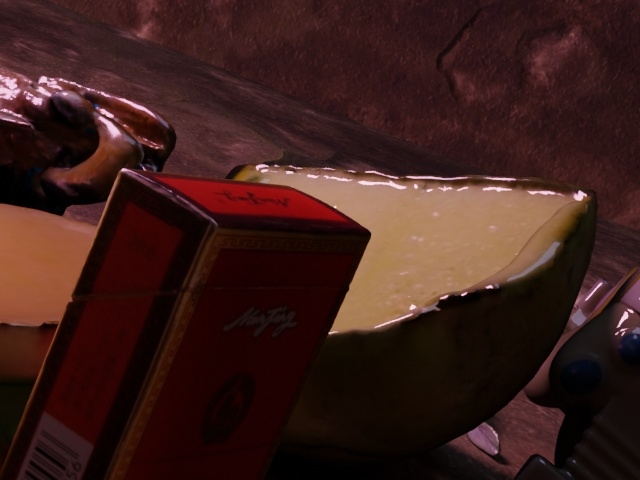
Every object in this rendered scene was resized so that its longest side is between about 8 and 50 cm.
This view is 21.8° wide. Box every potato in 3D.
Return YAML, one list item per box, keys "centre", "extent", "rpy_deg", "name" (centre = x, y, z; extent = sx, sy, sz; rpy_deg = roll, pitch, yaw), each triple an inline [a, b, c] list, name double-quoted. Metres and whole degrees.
- centre: [0.030, 0.090, 1.256]
  extent: [0.330, 0.212, 0.280]
  rpy_deg: [3, 28, 28]
  name: "potato"

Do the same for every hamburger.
- centre: [-0.196, 0.070, 0.953]
  extent: [0.237, 0.148, 0.237]
  rpy_deg: [10, 17, -3]
  name: "hamburger"

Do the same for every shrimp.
- centre: [-0.288, -0.106, 1.441]
  extent: [0.446, 0.110, 0.221]
  rpy_deg: [21, 2, 44]
  name: "shrimp"

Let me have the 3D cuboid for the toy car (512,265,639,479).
- centre: [0.270, 0.164, 1.317]
  extent: [0.242, 0.226, 0.336]
  rpy_deg: [40, -3, 6]
  name: "toy car"

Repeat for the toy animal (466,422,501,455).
- centre: [0.117, 0.137, 1.523]
  extent: [0.075, 0.041, 0.217]
  rpy_deg: [21, 15, -8]
  name: "toy animal"

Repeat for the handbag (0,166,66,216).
- centre: [-0.318, -0.040, 1.465]
  extent: [0.192, 0.075, 0.332]
  rpy_deg: [18, 13, -11]
  name: "handbag"

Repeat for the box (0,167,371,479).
- centre: [-0.079, 0.086, 0.861]
  extent: [0.074, 0.239, 0.153]
  rpy_deg: [31, 14, 32]
  name: "box"
